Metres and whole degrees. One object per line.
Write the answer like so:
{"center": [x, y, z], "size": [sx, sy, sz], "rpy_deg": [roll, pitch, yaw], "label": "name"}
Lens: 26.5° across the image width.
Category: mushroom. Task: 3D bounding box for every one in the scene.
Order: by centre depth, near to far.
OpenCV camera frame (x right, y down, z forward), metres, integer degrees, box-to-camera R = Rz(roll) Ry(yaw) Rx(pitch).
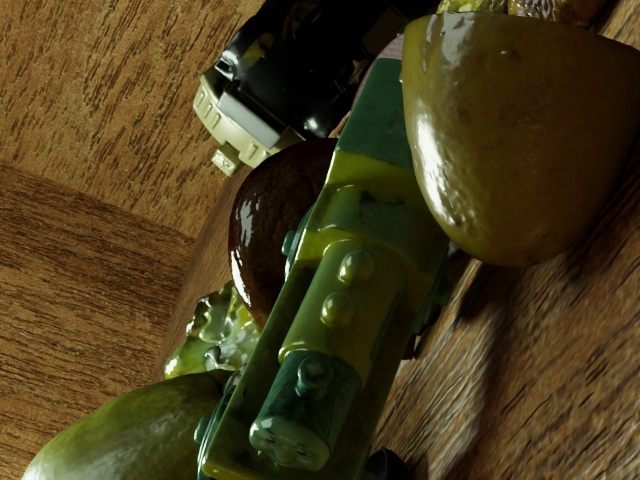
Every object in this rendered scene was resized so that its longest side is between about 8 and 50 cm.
{"center": [0.011, -0.001, 1.363], "size": [0.138, 0.194, 0.231], "rpy_deg": [-5, 63, 38], "label": "mushroom"}

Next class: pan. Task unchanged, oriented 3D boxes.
{"center": [0.047, 0.223, 1.085], "size": [0.212, 0.040, 0.115], "rpy_deg": [134, 158, -80], "label": "pan"}

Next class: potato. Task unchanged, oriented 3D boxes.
{"center": [0.132, -0.061, 0.930], "size": [0.203, 0.178, 0.158], "rpy_deg": [159, 120, -78], "label": "potato"}

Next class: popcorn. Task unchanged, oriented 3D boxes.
{"center": [-0.090, 0.135, 1.633], "size": [0.198, 0.212, 0.198], "rpy_deg": [5, -90, -71], "label": "popcorn"}

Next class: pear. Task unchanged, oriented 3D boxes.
{"center": [-0.143, 0.268, 1.342], "size": [0.375, 0.287, 0.287], "rpy_deg": [-61, 11, 15], "label": "pear"}

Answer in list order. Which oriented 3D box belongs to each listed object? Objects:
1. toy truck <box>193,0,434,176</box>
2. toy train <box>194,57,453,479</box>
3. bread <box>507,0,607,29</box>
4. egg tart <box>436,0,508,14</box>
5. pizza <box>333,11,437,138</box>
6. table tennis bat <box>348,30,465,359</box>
{"center": [-0.006, -0.256, 1.809], "size": [0.405, 0.180, 0.254], "rpy_deg": [-53, 5, -36], "label": "toy truck"}
{"center": [0.017, 0.062, 1.055], "size": [0.237, 0.150, 0.369], "rpy_deg": [105, -173, -56], "label": "toy train"}
{"center": [0.213, -0.254, 1.122], "size": [0.105, 0.076, 0.233], "rpy_deg": [32, 111, 36], "label": "bread"}
{"center": [0.161, -0.210, 1.309], "size": [0.212, 0.090, 0.213], "rpy_deg": [-158, 90, -82], "label": "egg tart"}
{"center": [0.097, -0.163, 1.577], "size": [0.161, 0.085, 0.305], "rpy_deg": [-52, 0, -26], "label": "pizza"}
{"center": [0.088, -0.045, 1.240], "size": [0.200, 0.038, 0.310], "rpy_deg": [17, 102, 47], "label": "table tennis bat"}
